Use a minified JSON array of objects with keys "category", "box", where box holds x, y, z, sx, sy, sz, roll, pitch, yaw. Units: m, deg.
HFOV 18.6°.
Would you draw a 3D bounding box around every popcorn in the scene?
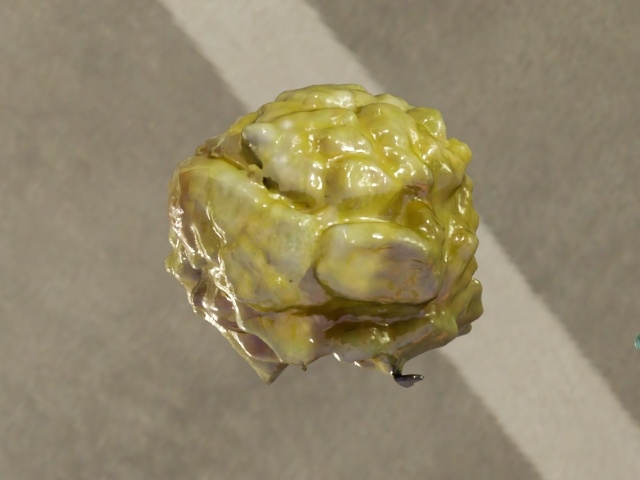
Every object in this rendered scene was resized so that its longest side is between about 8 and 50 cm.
[{"category":"popcorn","box":[0.007,0.006,1.406,0.249,0.249,0.225,-24,85,32]}]

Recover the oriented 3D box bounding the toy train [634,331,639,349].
[{"category":"toy train","box":[0.323,0.087,1.623,0.122,0.081,0.050,18,141,35]}]
